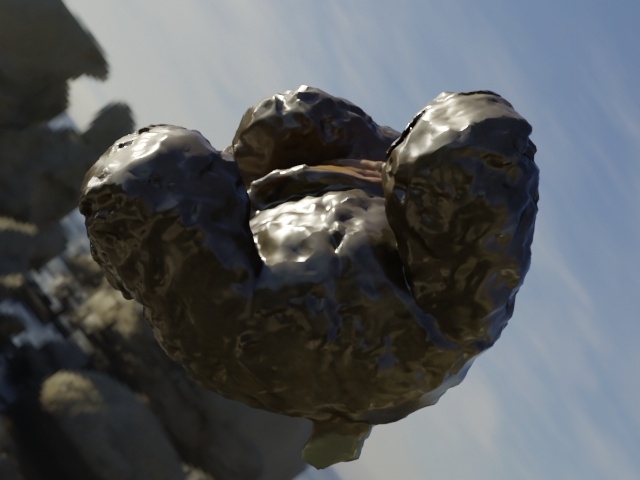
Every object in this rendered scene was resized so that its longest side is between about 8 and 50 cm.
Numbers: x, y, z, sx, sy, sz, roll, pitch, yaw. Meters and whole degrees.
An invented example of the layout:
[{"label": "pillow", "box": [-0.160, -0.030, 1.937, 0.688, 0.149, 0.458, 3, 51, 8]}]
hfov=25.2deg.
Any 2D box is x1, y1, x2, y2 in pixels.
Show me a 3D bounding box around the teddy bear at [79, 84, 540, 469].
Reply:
[{"label": "teddy bear", "box": [0.000, 0.000, 0.578, 0.190, 0.177, 0.140, -93, 173, -70]}]
